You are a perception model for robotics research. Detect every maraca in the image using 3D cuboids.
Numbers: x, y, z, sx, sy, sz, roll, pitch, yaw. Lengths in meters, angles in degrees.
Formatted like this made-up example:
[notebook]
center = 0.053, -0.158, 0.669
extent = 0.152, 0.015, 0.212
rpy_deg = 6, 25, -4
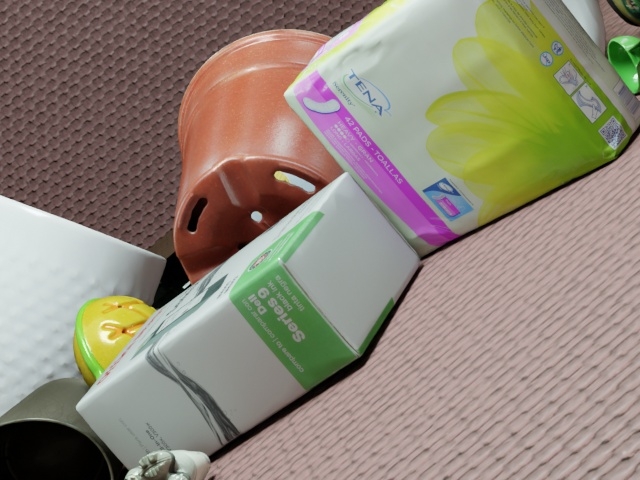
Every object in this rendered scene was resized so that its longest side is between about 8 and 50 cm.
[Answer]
[maraca]
center = -0.201, 0.131, 1.774
extent = 0.099, 0.127, 0.185
rpy_deg = -49, 35, 26

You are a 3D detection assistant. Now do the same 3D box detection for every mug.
[mug]
center = -0.361, 0.139, 2.180
extent = 0.374, 0.276, 0.328
rpy_deg = 29, -99, -66

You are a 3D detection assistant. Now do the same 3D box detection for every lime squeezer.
[lime squeezer]
center = 0.255, -0.142, 1.623
extent = 0.110, 0.059, 0.310
rpy_deg = -42, 7, -40

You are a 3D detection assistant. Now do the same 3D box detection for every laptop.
[laptop]
center = -0.225, 0.116, 2.536
extent = 0.234, 0.136, 0.264
rpy_deg = -42, 34, -10

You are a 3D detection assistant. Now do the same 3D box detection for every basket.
[basket]
center = -0.282, 0.232, 1.741
extent = 0.204, 0.154, 0.227
rpy_deg = -32, 6, 10

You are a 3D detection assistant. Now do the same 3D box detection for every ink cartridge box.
[ink cartridge box]
center = -0.069, 0.090, 1.623
extent = 0.289, 0.121, 0.211
rpy_deg = -36, 9, 29

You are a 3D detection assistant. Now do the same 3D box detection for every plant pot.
[plant pot]
center = -0.045, -0.060, 1.876
extent = 0.272, 0.272, 0.265
rpy_deg = -37, 19, 22

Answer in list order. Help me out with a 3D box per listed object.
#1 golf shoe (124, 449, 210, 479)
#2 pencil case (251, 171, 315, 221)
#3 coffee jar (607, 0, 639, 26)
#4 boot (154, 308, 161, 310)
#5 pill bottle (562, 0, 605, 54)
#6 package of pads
[golf shoe]
center = -0.168, 0.243, 1.523
extent = 0.176, 0.069, 0.086
rpy_deg = -32, -9, 26
[pencil case]
center = -0.034, -0.070, 2.339
extent = 0.273, 0.113, 0.124
rpy_deg = -36, 0, 24
[coffee jar]
center = 0.368, -0.276, 1.770
extent = 0.096, 0.079, 0.184
rpy_deg = -44, 10, -7
[boot]
center = -0.161, 0.139, 1.961
extent = 0.229, 0.091, 0.263
rpy_deg = -27, 19, 36
[pill bottle]
center = 0.177, -0.221, 1.877
extent = 0.210, 0.210, 0.363
rpy_deg = -40, 8, 2
[package of pads]
center = 0.126, -0.134, 1.576
extent = 0.296, 0.229, 0.101
rpy_deg = -29, 14, 49
